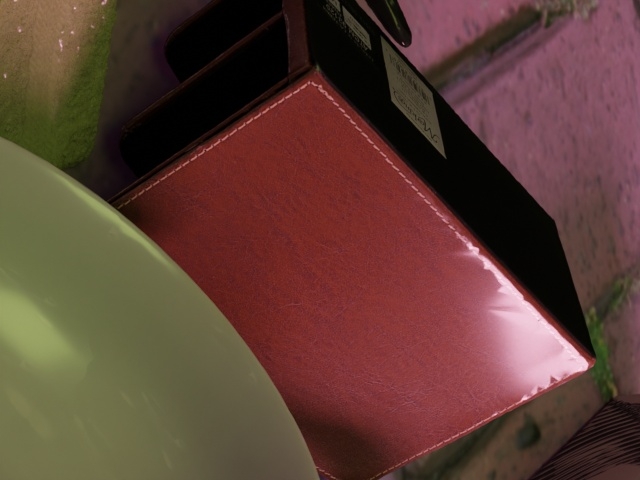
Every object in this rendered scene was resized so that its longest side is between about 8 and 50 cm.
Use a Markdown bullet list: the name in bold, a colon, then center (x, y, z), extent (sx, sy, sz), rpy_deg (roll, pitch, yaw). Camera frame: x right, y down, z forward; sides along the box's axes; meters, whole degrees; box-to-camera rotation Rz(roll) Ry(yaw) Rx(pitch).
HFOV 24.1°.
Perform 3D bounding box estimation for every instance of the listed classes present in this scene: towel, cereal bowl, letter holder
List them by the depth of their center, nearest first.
- **cereal bowl**: center (-0.157, 0.102, 0.730), extent (0.339, 0.141, 0.339), rpy_deg (42, 18, -17)
- **towel**: center (-0.162, -0.095, 0.845), extent (0.110, 0.027, 0.148), rpy_deg (-28, 140, -45)
- **letter holder**: center (0.000, 0.000, 0.980), extent (0.302, 0.214, 0.152), rpy_deg (43, 24, -32)

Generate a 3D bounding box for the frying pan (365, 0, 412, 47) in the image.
- **frying pan**: center (-0.035, -0.286, 0.987), extent (0.326, 0.053, 0.197), rpy_deg (56, 22, -22)

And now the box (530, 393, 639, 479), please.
- **box**: center (0.227, 0.223, 1.190), extent (0.275, 0.113, 0.094), rpy_deg (-33, 107, -44)
